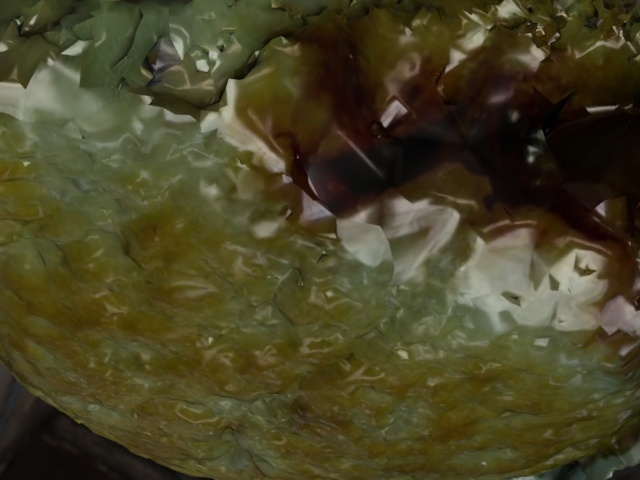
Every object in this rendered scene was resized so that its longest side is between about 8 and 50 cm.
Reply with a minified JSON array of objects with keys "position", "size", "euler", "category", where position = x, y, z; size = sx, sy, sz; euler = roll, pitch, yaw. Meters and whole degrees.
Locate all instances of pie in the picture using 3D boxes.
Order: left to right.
[{"position":[-0.024,0.003,0.652],"size":[0.395,0.418,0.180],"euler":[98,-2,-61],"category":"pie"}]
